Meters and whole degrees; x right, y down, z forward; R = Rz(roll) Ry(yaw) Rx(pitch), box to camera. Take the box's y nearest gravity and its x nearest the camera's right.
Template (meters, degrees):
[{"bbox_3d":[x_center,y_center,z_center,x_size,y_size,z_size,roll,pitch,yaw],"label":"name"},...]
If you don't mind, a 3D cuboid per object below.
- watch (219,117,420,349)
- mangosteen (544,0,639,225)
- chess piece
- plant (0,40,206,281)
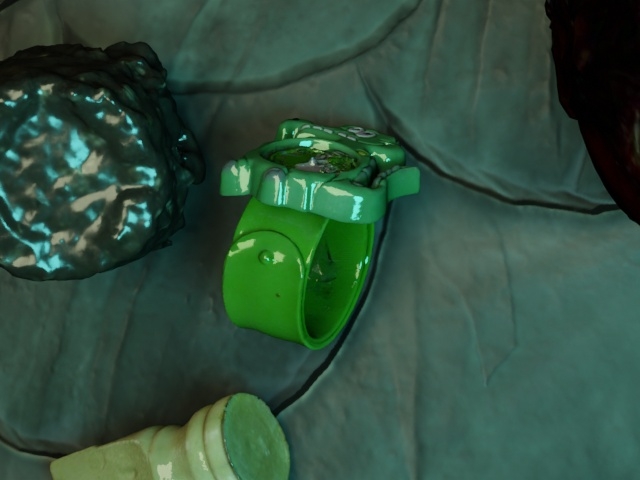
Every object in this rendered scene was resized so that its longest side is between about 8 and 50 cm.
[{"bbox_3d":[0.000,0.000,1.188,0.131,0.165,0.152,13,112,21],"label":"watch"},{"bbox_3d":[0.344,-0.165,0.949,0.421,0.381,0.381,-34,73,2],"label":"mangosteen"},{"bbox_3d":[-0.129,0.189,1.237,0.200,0.090,0.090,-21,76,28],"label":"chess piece"},{"bbox_3d":[-0.196,-0.067,1.227,0.204,0.234,0.178,-7,102,-2],"label":"plant"}]
